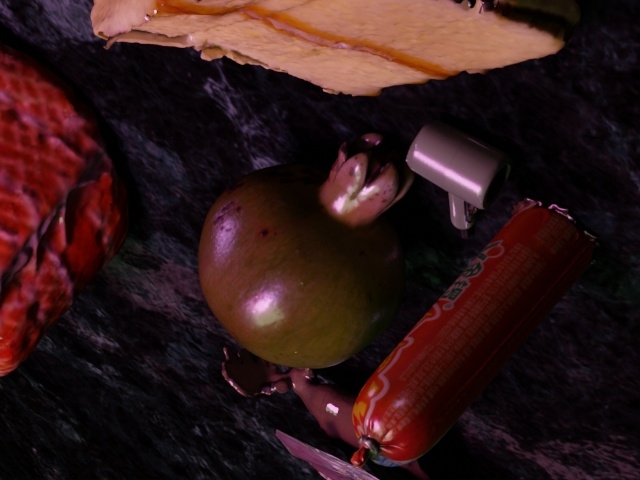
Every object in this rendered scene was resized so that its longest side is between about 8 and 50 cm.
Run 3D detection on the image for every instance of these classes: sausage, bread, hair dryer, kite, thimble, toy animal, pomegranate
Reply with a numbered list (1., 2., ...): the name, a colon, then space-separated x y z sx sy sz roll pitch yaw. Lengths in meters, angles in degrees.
1. sausage: 0.106 0.077 1.348 0.083 0.264 0.083 32 149 21
2. bread: 0.007 -0.157 1.207 0.236 0.198 0.263 43 156 -23
3. hair dryer: 0.112 -0.038 1.423 0.071 0.047 0.150 31 163 20
4. kite: 0.067 0.287 1.890 0.204 0.022 0.360 26 165 23
5. thimble: -0.378 -0.050 1.809 0.350 0.230 0.350 31 154 17
6. toy animal: 0.019 0.160 1.795 0.214 0.093 0.186 14 153 41
7. pomegranate: 0.001 0.015 1.497 0.210 0.179 0.179 -19 118 46
